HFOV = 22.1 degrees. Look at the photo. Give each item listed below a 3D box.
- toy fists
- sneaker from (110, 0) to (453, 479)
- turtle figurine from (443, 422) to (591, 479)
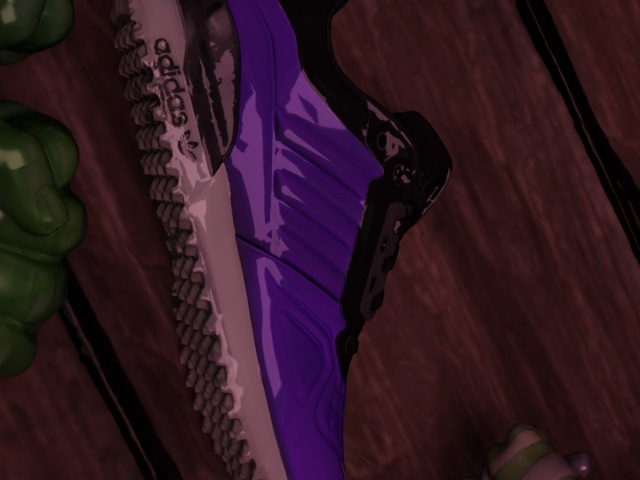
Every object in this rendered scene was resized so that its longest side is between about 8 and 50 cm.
[{"bbox_3d":[-0.175,-0.071,0.741,0.142,0.096,0.279,-2,94,-16],"label":"toy fists"},{"bbox_3d":[0.000,0.000,0.790,0.146,0.102,0.293,-14,98,-14],"label":"sneaker"},{"bbox_3d":[0.145,0.185,0.847,0.266,0.275,0.198,-15,76,-33],"label":"turtle figurine"}]
